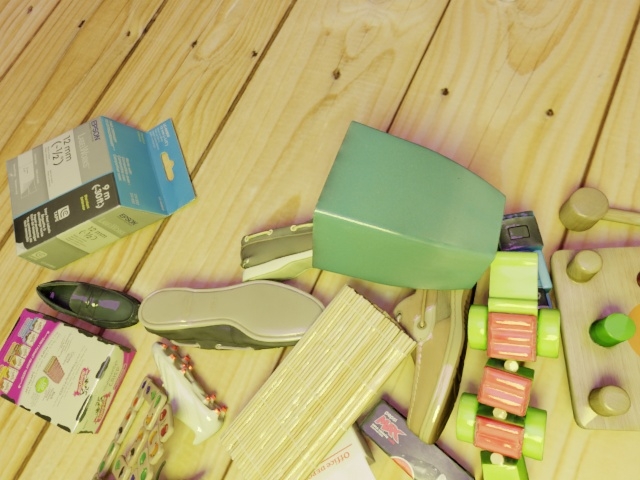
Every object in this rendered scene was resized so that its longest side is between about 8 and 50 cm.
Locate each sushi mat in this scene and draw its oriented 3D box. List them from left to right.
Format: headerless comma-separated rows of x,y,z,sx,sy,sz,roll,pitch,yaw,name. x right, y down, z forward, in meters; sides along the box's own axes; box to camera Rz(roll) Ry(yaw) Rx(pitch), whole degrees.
-0.010,0.222,0.681,0.316,0.019,0.151,-50,51,-4,sushi mat

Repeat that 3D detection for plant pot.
0.126,-0.030,0.660,0.235,0.165,0.165,17,62,9,plant pot

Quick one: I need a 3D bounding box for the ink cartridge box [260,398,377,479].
0.001,0.301,0.694,0.115,0.067,0.198,-31,53,1,ink cartridge box

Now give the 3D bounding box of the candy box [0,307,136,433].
-0.484,0.238,0.859,0.234,0.071,0.159,15,73,20,candy box

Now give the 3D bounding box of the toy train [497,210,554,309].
0.308,0.048,0.715,0.080,0.105,0.184,-9,66,11,toy train

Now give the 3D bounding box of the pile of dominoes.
-0.322,0.353,0.729,0.196,0.040,0.251,2,64,55,pile of dominoes

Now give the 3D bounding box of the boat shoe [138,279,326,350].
-0.148,0.138,0.815,0.336,0.095,0.112,1,57,10,boat shoe

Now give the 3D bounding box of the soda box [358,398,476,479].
0.140,0.312,0.680,0.169,0.053,0.060,36,81,25,soda box

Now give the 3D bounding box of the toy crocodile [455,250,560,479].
0.247,0.182,0.613,0.115,0.105,0.340,6,88,26,toy crocodile

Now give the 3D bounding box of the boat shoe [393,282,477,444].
0.171,0.131,0.717,0.110,0.121,0.341,8,60,22,boat shoe

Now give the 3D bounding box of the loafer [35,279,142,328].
-0.447,0.122,0.893,0.224,0.078,0.076,9,71,17,loafer

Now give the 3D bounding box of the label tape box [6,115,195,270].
-0.468,-0.125,0.980,0.348,0.115,0.249,-26,65,5,label tape box

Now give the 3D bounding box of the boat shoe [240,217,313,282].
-0.001,-0.001,0.812,0.305,0.109,0.091,-16,70,12,boat shoe

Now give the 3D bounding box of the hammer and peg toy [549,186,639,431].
0.475,0.077,0.647,0.266,0.127,0.361,-2,68,13,hammer and peg toy

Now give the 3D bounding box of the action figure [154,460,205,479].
-0.210,0.464,0.662,0.164,0.141,0.275,-37,68,0,action figure

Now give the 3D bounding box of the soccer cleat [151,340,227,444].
-0.243,0.257,0.795,0.076,0.068,0.196,-45,68,-3,soccer cleat
